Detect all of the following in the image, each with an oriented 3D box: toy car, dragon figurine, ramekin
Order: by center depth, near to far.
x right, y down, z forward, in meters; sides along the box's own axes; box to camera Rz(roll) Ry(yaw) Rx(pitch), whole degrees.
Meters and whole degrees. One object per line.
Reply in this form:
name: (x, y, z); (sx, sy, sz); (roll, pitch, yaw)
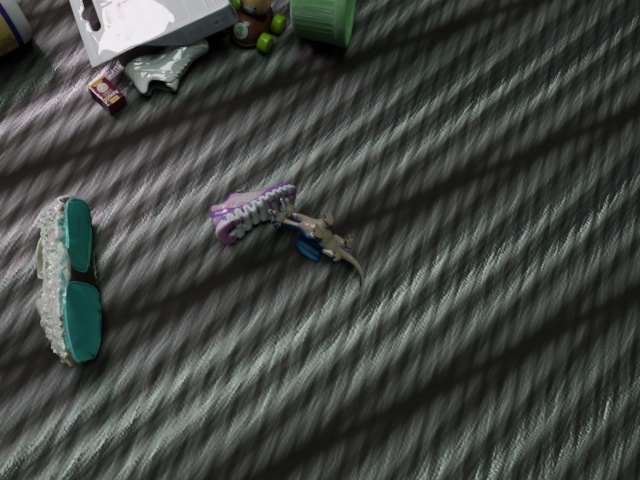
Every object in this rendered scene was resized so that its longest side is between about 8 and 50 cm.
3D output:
dragon figurine: (0.000, 0.000, 1.492); (0.289, 0.144, 0.085); (44, 69, -26)
ramekin: (0.014, -0.672, 1.636); (0.148, 0.303, 0.304); (8, 69, 5)
toy car: (-0.184, -0.626, 1.652); (0.155, 0.188, 0.149); (28, 70, 5)

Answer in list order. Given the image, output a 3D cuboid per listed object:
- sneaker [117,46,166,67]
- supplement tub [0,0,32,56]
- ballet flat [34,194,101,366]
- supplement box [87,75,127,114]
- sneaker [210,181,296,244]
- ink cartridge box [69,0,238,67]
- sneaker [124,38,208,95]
sneaker: (-0.477, -0.577, 1.663); (0.151, 0.094, 0.256); (37, 73, 15)
supplement tub: (-0.922, -0.530, 1.520); (0.331, 0.241, 0.241); (-37, 77, -16)
ballet flat: (-0.581, 0.096, 1.404); (0.146, 0.147, 0.409); (-6, 68, -8)
supplement box: (-0.553, -0.377, 1.604); (0.083, 0.043, 0.055); (42, 70, 9)
sneaker: (-0.171, -0.089, 1.518); (0.236, 0.095, 0.104); (-29, 53, -19)
ink cartridge box: (-0.444, -0.630, 1.606); (0.384, 0.091, 0.308); (-24, 74, 3)
sneaker: (-0.389, -0.451, 1.634); (0.232, 0.090, 0.115); (-29, 83, -7)
